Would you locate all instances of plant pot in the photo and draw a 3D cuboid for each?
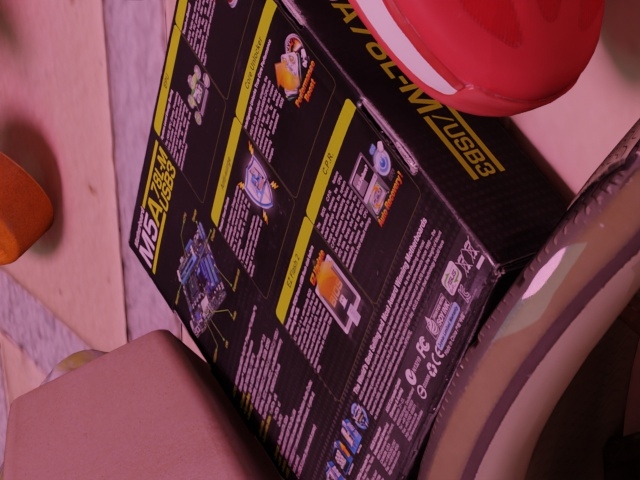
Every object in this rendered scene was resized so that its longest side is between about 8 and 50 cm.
[{"bbox_3d":[-0.068,0.101,0.650,0.096,0.109,0.109,67,-172,27],"label":"plant pot"}]

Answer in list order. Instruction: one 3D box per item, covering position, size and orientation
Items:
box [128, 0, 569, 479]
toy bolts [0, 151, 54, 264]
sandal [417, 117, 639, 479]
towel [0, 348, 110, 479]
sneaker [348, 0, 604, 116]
[{"bbox_3d":[0.000,0.000,0.573,0.184,0.045,0.191,56,147,31],"label":"box"},{"bbox_3d":[-0.234,-0.102,0.870,0.218,0.158,0.228,40,150,-27],"label":"toy bolts"},{"bbox_3d":[0.082,0.085,0.439,0.086,0.120,0.303,20,129,21],"label":"sandal"},{"bbox_3d":[-0.081,0.278,0.816,0.374,0.090,0.320,62,146,17],"label":"towel"},{"bbox_3d":[0.050,-0.140,0.374,0.128,0.087,0.221,0,107,60],"label":"sneaker"}]
